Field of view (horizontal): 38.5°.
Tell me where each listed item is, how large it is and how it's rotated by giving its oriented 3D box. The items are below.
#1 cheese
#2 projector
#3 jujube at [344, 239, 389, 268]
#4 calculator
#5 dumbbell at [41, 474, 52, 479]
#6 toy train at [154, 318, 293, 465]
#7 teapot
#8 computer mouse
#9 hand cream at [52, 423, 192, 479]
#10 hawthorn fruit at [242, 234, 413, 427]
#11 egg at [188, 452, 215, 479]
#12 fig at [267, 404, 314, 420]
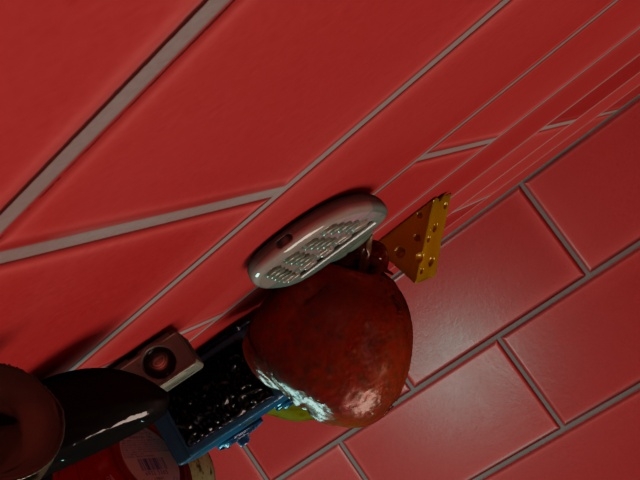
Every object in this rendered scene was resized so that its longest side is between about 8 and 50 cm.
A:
[{"bbox_3d":[0.211,-0.022,1.883,0.093,0.126,0.171,-13,139,-56],"label":"cheese"},{"bbox_3d":[-0.233,0.180,1.205,0.147,0.061,0.115,-34,174,-8],"label":"projector"},{"bbox_3d":[0.062,0.048,1.648,0.129,0.077,0.077,-28,171,-13],"label":"jujube"},{"bbox_3d":[0.000,0.000,1.190,0.184,0.042,0.295,-37,170,13],"label":"calculator"},{"bbox_3d":[-0.625,0.602,1.836,0.316,0.156,0.144,-37,143,17],"label":"dumbbell"},{"bbox_3d":[-0.149,0.265,1.686,0.300,0.188,0.265,-35,168,10],"label":"toy train"},{"bbox_3d":[-0.301,0.215,0.754,0.183,0.183,0.251,-26,159,-50],"label":"teapot"},{"bbox_3d":[-0.287,0.194,0.952,0.270,0.086,0.137,-28,165,9],"label":"computer mouse"},{"bbox_3d":[-0.352,0.431,1.655,0.149,0.230,0.230,-38,172,16],"label":"hand cream"},{"bbox_3d":[0.030,0.131,1.449,0.307,0.276,0.276,-66,166,10],"label":"hawthorn fruit"},{"bbox_3d":[-0.387,0.563,2.127,0.288,0.287,0.379,-32,158,-21],"label":"egg"},{"bbox_3d":[-0.066,0.258,1.912,0.271,0.239,0.239,-6,166,-11],"label":"fig"}]
